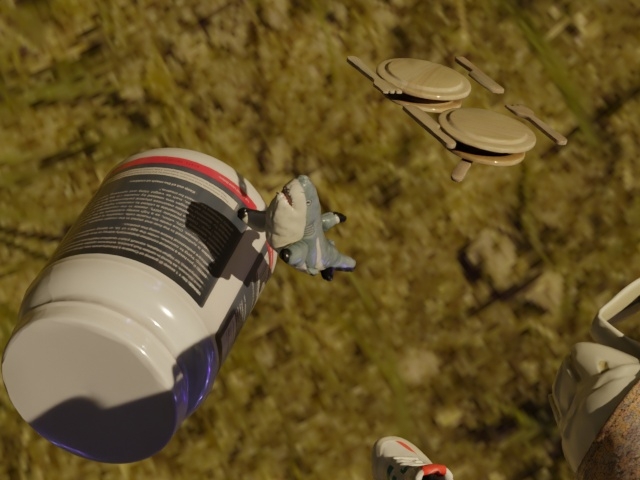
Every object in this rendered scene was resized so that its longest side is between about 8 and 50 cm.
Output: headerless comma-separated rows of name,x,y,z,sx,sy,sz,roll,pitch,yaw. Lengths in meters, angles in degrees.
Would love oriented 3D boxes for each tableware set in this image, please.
tableware set,0.114,-0.108,1.551,0.128,0.194,0.039,-3,120,-28

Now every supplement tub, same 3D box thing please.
supplement tub,-0.165,0.056,1.647,0.191,0.272,0.191,10,128,13

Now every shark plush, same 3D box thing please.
shark plush,0.000,0.000,1.561,0.067,0.073,0.161,-48,135,1

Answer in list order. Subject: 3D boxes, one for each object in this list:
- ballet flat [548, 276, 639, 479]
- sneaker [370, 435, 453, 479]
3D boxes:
ballet flat,0.208,0.093,1.120,0.316,0.106,0.107,-43,160,-51
sneaker,0.088,0.203,1.477,0.057,0.161,0.075,-7,126,-17
